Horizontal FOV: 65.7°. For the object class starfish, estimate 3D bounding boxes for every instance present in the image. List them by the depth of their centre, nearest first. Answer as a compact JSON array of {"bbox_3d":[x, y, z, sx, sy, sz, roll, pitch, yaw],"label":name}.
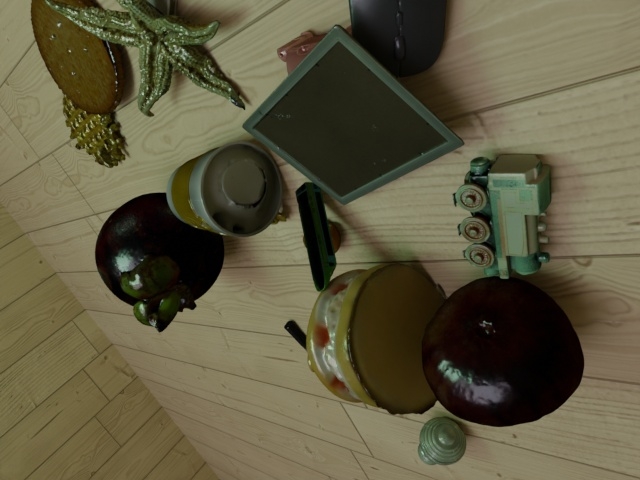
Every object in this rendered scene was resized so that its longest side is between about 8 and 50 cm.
[{"bbox_3d":[-0.302,-0.373,0.893,0.347,0.078,0.358,10,146,26],"label":"starfish"}]

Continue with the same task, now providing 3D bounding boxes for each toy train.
[{"bbox_3d":[0.266,-0.029,0.715,0.125,0.081,0.194,5,127,36],"label":"toy train"},{"bbox_3d":[-0.002,-0.007,0.939,0.044,0.042,0.209,-35,62,55],"label":"toy train"}]

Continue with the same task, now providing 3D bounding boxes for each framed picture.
[{"bbox_3d":[0.033,-0.165,0.743,0.232,0.019,0.296,37,151,-20],"label":"framed picture"}]

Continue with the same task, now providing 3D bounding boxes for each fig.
[{"bbox_3d":[0.278,0.176,0.768,0.235,0.235,0.215,14,133,36],"label":"fig"}]

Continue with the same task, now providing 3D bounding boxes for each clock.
[{"bbox_3d":[0.022,-0.231,0.751,0.165,0.093,0.162,7,132,40],"label":"clock"}]

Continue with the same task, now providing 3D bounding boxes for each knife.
[{"bbox_3d":[-0.024,0.313,1.381,0.230,0.028,0.060,50,156,-11],"label":"knife"}]

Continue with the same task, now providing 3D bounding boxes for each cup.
[{"bbox_3d":[-0.191,-0.090,1.049,0.241,0.186,0.226,31,162,-37],"label":"cup"}]

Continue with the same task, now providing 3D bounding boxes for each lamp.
[{"bbox_3d":[0.282,0.491,1.187,0.106,0.106,0.193,31,151,19],"label":"lamp"}]

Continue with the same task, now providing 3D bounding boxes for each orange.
[{"bbox_3d":[0.000,0.000,1.017,0.086,0.062,0.086,28,144,23],"label":"orange"}]

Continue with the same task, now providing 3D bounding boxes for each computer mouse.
[{"bbox_3d":[0.092,-0.309,0.603,0.120,0.057,0.232,-4,128,5],"label":"computer mouse"}]

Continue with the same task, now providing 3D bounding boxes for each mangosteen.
[{"bbox_3d":[-0.376,0.049,1.208,0.359,0.306,0.306,49,154,44],"label":"mangosteen"}]

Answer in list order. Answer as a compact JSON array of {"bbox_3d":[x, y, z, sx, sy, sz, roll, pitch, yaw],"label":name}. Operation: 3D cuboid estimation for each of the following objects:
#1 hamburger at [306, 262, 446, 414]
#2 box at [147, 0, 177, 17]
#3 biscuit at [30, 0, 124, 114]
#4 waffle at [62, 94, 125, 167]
[{"bbox_3d":[0.117,0.191,0.939,0.302,0.261,0.186,31,155,-24],"label":"hamburger"},{"bbox_3d":[-0.300,-0.475,0.883,0.109,0.029,0.198,41,144,6],"label":"box"},{"bbox_3d":[-0.561,-0.439,1.149,0.305,0.038,0.305,21,130,27],"label":"biscuit"},{"bbox_3d":[-0.623,-0.307,1.350,0.228,0.051,0.232,31,141,24],"label":"waffle"}]
